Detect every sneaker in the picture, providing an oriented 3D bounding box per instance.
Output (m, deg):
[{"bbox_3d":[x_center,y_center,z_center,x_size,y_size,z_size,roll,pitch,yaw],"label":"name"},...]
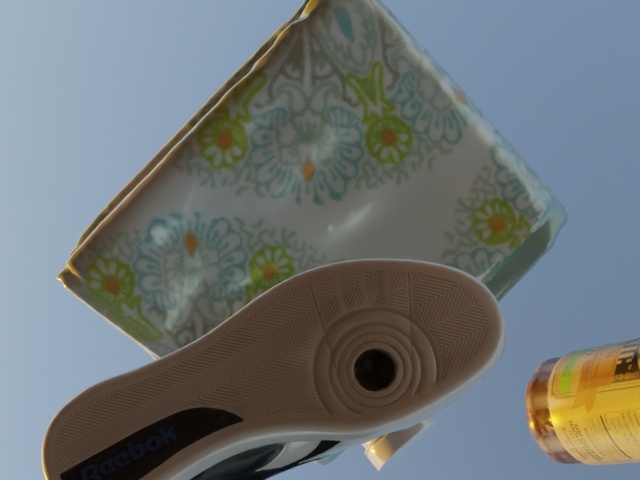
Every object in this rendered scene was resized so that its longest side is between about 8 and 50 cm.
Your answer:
[{"bbox_3d":[-0.016,0.077,0.421,0.216,0.121,0.079,-20,-110,4],"label":"sneaker"}]

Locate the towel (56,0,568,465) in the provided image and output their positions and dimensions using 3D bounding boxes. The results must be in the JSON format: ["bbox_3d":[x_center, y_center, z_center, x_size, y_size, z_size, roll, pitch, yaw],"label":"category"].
[{"bbox_3d":[0.000,0.000,0.768,0.374,0.320,0.090,-46,-160,3],"label":"towel"}]

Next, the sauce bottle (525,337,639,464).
[{"bbox_3d":[0.332,0.123,0.700,0.344,0.111,0.111,-25,-125,50],"label":"sauce bottle"}]

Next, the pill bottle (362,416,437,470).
[{"bbox_3d":[0.037,0.166,1.020,0.121,0.121,0.216,-43,-110,5],"label":"pill bottle"}]
